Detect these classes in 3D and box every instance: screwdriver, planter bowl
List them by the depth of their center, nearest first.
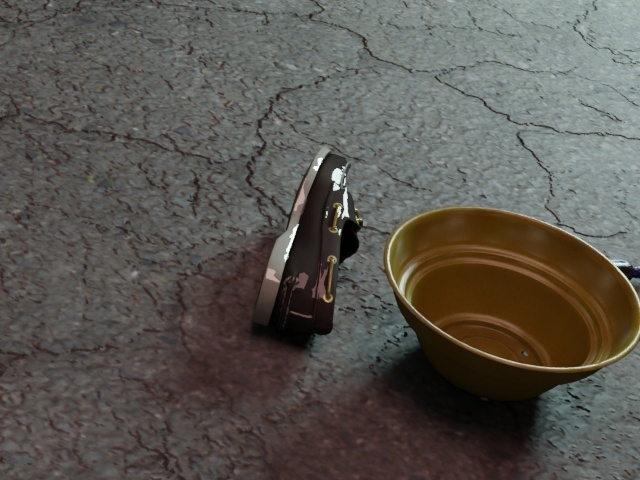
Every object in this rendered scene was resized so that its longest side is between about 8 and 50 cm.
[{"bbox_3d":[0.148,0.068,0.984,0.217,0.090,0.217,10,34,-7],"label":"planter bowl"},{"bbox_3d":[0.331,0.031,1.163,0.170,0.024,0.025,1,6,-21],"label":"screwdriver"}]

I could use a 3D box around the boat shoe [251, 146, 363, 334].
[{"bbox_3d":[0.000,0.000,1.048,0.068,0.081,0.228,18,41,2],"label":"boat shoe"}]
